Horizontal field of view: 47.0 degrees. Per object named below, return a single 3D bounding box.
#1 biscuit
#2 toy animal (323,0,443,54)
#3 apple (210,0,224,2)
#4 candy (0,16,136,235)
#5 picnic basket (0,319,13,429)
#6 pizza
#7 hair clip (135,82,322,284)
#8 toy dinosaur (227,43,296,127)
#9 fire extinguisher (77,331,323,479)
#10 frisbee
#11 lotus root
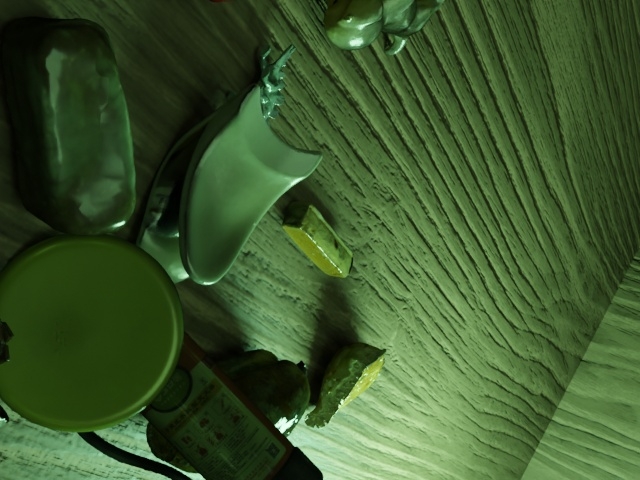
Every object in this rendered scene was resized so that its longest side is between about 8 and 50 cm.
[{"bbox_3d":[0.000,0.000,1.233,0.188,0.052,0.056,49,57,-51],"label":"biscuit"},{"bbox_3d":[0.096,-0.365,1.115,0.233,0.121,0.169,-13,135,-58],"label":"toy animal"},{"bbox_3d":[-0.086,-0.365,0.843,0.181,0.181,0.168,-29,106,-40],"label":"apple"},{"bbox_3d":[-0.270,-0.120,0.794,0.102,0.104,0.234,-23,125,-44],"label":"candy"},{"bbox_3d":[-0.373,0.127,0.733,0.138,0.178,0.128,-51,141,-20],"label":"picnic basket"},{"bbox_3d":[0.060,0.254,1.427,0.204,0.080,0.188,-22,148,-55],"label":"pizza"},{"bbox_3d":[-0.140,-0.053,0.990,0.172,0.113,0.282,41,73,-45],"label":"hair clip"},{"bbox_3d":[-0.092,-0.186,1.033,0.209,0.039,0.082,-55,149,-8],"label":"toy dinosaur"},{"bbox_3d":[-0.184,0.234,0.948,0.200,0.376,0.113,-42,180,-19],"label":"fire extinguisher"},{"bbox_3d":[-0.276,0.107,0.864,0.235,0.017,0.236,0,89,-18],"label":"frisbee"},{"bbox_3d":[-0.132,0.265,1.126,0.274,0.152,0.160,-12,127,-45],"label":"lotus root"}]
